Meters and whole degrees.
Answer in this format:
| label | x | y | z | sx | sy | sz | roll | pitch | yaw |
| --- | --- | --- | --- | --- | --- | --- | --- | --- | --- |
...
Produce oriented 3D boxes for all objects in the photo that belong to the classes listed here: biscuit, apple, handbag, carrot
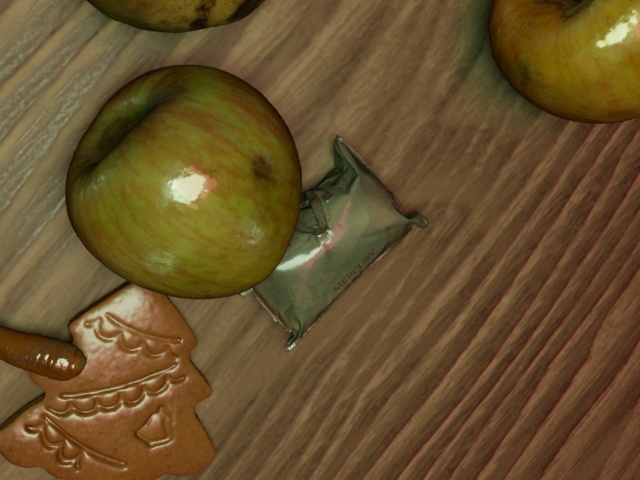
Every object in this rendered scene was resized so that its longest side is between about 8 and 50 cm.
| label | x | y | z | sx | sy | sz | roll | pitch | yaw |
| --- | --- | --- | --- | --- | --- | --- | --- | --- | --- |
| biscuit | -0.257 | 0.192 | 0.929 | 0.284 | 0.043 | 0.306 | 9 | 96 | -22 |
| apple | -0.142 | -0.059 | 0.821 | 0.265 | 0.264 | 0.264 | -4 | 102 | -21 |
| handbag | 0.000 | 0.000 | 0.961 | 0.270 | 0.117 | 0.182 | -43 | 104 | -8 |
| carrot | -0.383 | 0.116 | 0.849 | 0.216 | 0.048 | 0.048 | 21 | 92 | -6 |
| apple | 0.392 | -0.296 | 0.973 | 0.275 | 0.299 | 0.298 | 19 | 93 | -52 |

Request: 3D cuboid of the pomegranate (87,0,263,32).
| label | x | y | z | sx | sy | sz | roll | pitch | yaw |
| --- | --- | --- | --- | --- | --- | --- | --- | --- | --- |
| pomegranate | -0.153 | -0.359 | 0.752 | 0.282 | 0.281 | 0.280 | -4 | 102 | -21 |
